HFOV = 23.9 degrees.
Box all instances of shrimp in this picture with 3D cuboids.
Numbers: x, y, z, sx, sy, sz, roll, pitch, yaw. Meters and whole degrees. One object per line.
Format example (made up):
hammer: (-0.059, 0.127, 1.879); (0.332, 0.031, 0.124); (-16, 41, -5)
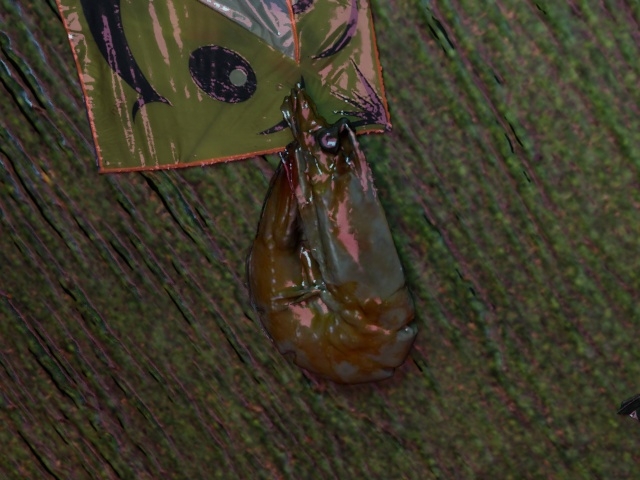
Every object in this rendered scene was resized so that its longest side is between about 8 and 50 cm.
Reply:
shrimp: (0.000, 0.000, 1.309); (0.154, 0.062, 0.294); (0, 115, 20)

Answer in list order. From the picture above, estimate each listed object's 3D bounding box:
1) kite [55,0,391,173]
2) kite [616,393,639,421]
kite: (-0.077, -0.183, 1.274); (0.327, 0.013, 0.377); (32, 116, -2)
kite: (0.377, 0.163, 1.316); (0.232, 0.009, 0.189); (16, 115, 6)
